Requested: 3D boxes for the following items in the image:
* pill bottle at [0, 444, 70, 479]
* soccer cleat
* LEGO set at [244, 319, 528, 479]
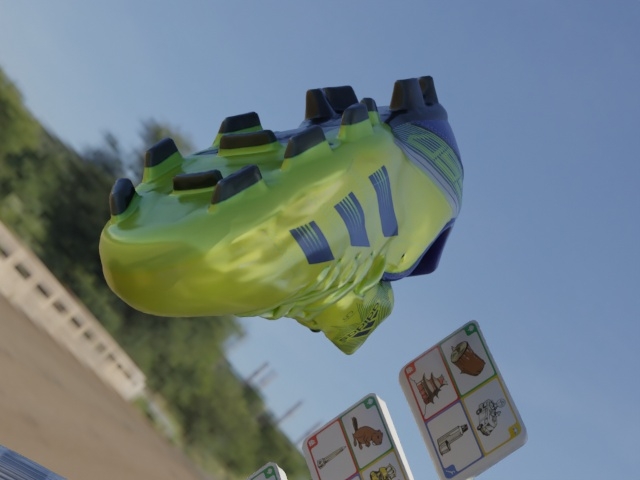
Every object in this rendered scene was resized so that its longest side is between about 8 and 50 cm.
[{"bbox_3d":[-0.248,0.124,0.595,0.334,0.188,0.188,28,-9,-2],"label":"pill bottle"},{"bbox_3d":[0.001,0.000,0.654,0.289,0.093,0.121,-30,114,-66],"label":"soccer cleat"},{"bbox_3d":[0.053,0.181,0.706,0.060,0.182,0.244,38,21,-43],"label":"LEGO set"}]
